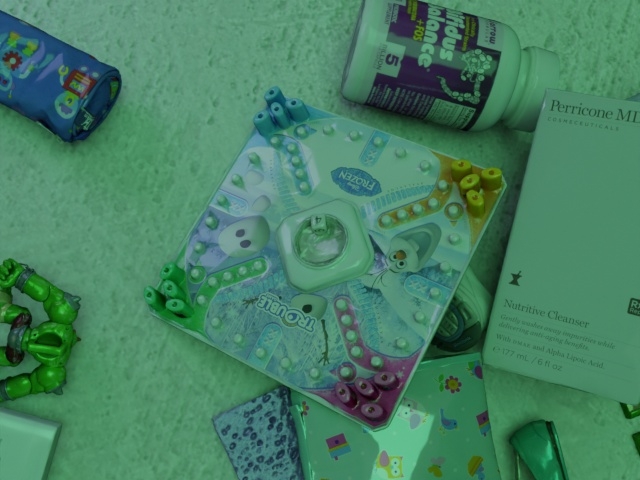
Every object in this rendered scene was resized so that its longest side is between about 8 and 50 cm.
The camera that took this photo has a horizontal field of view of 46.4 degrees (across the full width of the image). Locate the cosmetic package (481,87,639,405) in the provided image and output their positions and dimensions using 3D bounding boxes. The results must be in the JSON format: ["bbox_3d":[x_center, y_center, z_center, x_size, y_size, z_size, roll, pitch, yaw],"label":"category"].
[{"bbox_3d":[0.378,0.004,1.025,0.217,0.156,0.385,12,95,25],"label":"cosmetic package"}]

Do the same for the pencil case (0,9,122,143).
[{"bbox_3d":[-0.441,-0.248,1.065,0.306,0.119,0.133,27,89,-2],"label":"pencil case"}]

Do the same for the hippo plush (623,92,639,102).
[{"bbox_3d":[0.579,-0.171,1.168,0.236,0.234,0.295,-6,96,-39],"label":"hippo plush"}]

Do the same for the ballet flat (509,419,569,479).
[{"bbox_3d":[0.337,0.386,1.083,0.087,0.083,0.248,-21,83,14],"label":"ballet flat"}]

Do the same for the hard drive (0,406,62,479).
[{"bbox_3d":[-0.523,0.302,0.984,0.307,0.040,0.203,16,87,-4],"label":"hard drive"}]

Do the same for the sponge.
[{"bbox_3d":[-0.059,0.323,1.058,0.117,0.031,0.210,-25,84,-11],"label":"sponge"}]

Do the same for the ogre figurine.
[{"bbox_3d":[-0.394,0.135,1.015,0.118,0.097,0.197,12,75,1],"label":"ogre figurine"}]

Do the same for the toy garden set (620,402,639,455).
[{"bbox_3d":[0.572,0.252,1.142,0.203,0.049,0.244,-18,83,-10],"label":"toy garden set"}]

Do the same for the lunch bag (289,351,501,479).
[{"bbox_3d":[0.095,0.278,1.023,0.262,0.160,0.224,-7,82,-14],"label":"lunch bag"}]

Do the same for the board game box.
[{"bbox_3d":[0.000,0.000,1.029,0.389,0.050,0.390,24,74,21],"label":"board game box"}]

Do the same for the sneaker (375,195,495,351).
[{"bbox_3d":[0.143,0.032,1.105,0.129,0.111,0.297,-17,63,-49],"label":"sneaker"}]

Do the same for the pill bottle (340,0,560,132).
[{"bbox_3d":[0.193,-0.259,1.123,0.301,0.169,0.169,13,79,-5],"label":"pill bottle"}]
